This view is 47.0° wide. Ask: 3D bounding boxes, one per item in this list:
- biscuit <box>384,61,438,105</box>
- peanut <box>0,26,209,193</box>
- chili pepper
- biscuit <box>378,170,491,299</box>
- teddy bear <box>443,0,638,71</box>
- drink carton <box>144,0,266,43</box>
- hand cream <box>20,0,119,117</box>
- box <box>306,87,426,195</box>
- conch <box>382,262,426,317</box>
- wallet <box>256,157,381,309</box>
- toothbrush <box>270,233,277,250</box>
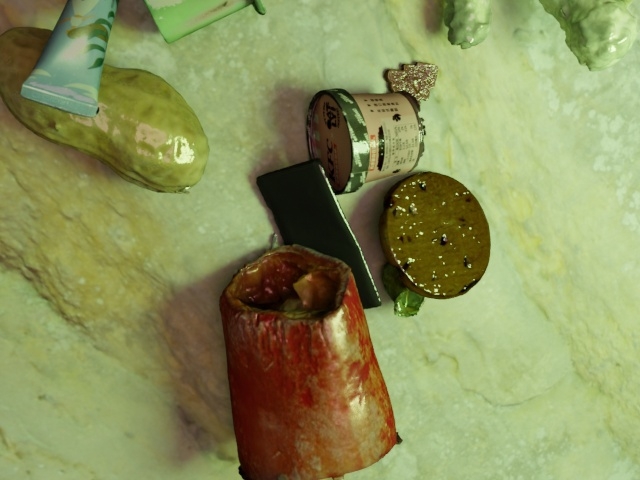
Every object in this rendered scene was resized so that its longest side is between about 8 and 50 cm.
[{"bbox_3d":[0.144,-0.245,1.141,0.092,0.016,0.082,-40,103,-6],"label":"biscuit"},{"bbox_3d":[-0.290,-0.174,0.975,0.313,0.149,0.149,24,93,-14],"label":"peanut"},{"bbox_3d":[-0.032,0.183,1.047,0.229,0.251,0.306,-21,108,-26],"label":"chili pepper"},{"bbox_3d":[0.181,-0.010,1.150,0.212,0.036,0.212,8,74,-28],"label":"biscuit"},{"bbox_3d":[0.222,-0.406,0.988,0.362,0.375,0.327,-10,144,-33],"label":"teddy bear"},{"bbox_3d":[-0.165,-0.339,0.980,0.142,0.146,0.144,-27,106,-1],"label":"drink carton"},{"bbox_3d":[-0.296,-0.254,0.920,0.088,0.055,0.256,17,53,-18],"label":"hand cream"},{"bbox_3d":[0.070,-0.150,1.073,0.135,0.151,0.151,-11,103,-21],"label":"box"},{"bbox_3d":[0.140,0.068,1.165,0.089,0.074,0.121,19,55,-18],"label":"conch"},{"bbox_3d":[0.000,0.000,1.100,0.025,0.124,0.244,-42,114,-48],"label":"wallet"},{"bbox_3d":[-0.081,0.036,1.134,0.006,0.008,0.097,14,97,-4],"label":"toothbrush"}]
